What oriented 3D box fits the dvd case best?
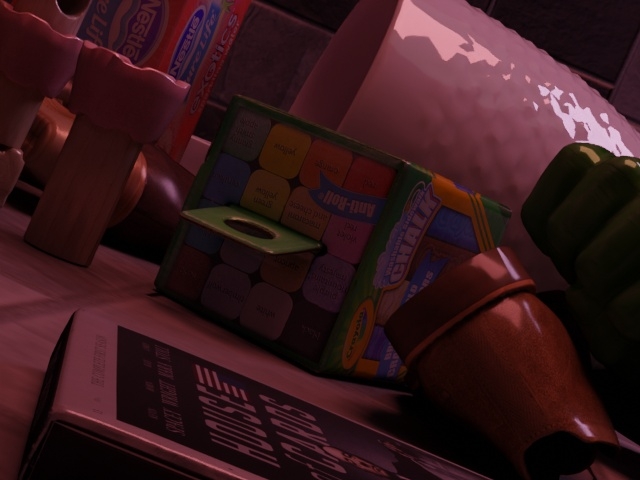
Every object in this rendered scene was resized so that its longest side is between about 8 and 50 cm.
[{"bbox_3d":[0.026,0.089,0.472,0.238,0.030,0.179,24,2,-9],"label":"dvd case"}]

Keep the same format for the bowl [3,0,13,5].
[{"bbox_3d":[-0.343,-0.218,1.389,0.311,0.163,0.311,15,-15,4],"label":"bowl"}]

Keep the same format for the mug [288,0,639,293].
[{"bbox_3d":[0.118,-0.017,1.331,0.328,0.276,0.374,29,-29,-12],"label":"mug"}]

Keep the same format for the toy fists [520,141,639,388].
[{"bbox_3d":[0.204,0.068,0.821,0.279,0.096,0.142,62,3,21],"label":"toy fists"}]

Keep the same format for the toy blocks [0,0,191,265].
[{"bbox_3d":[-0.249,-0.179,0.871,0.288,0.260,0.309,21,4,-43],"label":"toy blocks"}]

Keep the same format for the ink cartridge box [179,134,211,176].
[{"bbox_3d":[-0.072,-0.036,1.497,0.153,0.087,0.208,25,3,36],"label":"ink cartridge box"}]

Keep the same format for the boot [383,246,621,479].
[{"bbox_3d":[0.117,0.092,0.869,0.115,0.112,0.305,56,7,16],"label":"boot"}]

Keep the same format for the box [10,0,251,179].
[{"bbox_3d":[-0.163,-0.182,1.263,0.142,0.300,0.154,25,2,13],"label":"box"}]

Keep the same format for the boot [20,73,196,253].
[{"bbox_3d":[-0.155,-0.053,1.125,0.207,0.090,0.248,33,8,-34],"label":"boot"}]

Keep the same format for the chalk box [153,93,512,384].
[{"bbox_3d":[0.000,0.000,0.911,0.132,0.132,0.213,25,2,29],"label":"chalk box"}]

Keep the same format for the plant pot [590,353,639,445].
[{"bbox_3d":[0.367,0.059,1.125,0.293,0.235,0.293,25,-13,6],"label":"plant pot"}]
